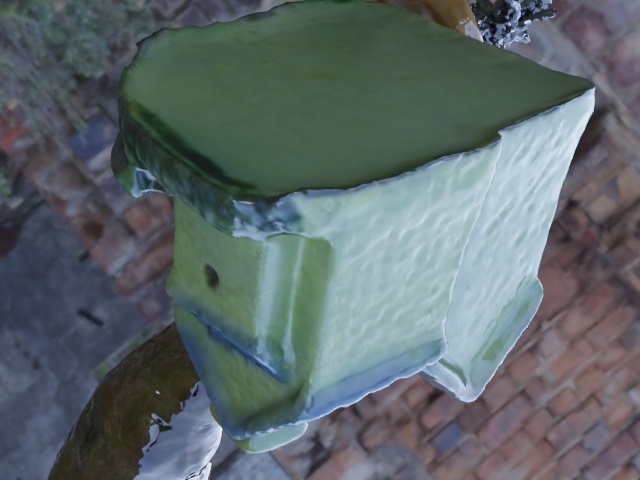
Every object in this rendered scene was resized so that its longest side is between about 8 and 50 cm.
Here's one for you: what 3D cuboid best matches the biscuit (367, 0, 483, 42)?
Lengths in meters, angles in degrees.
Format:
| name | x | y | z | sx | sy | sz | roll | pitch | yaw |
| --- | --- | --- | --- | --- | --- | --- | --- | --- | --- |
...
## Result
| name | x | y | z | sx | sy | sz | roll | pitch | yaw |
| --- | --- | --- | --- | --- | --- | --- | --- | --- | --- |
| biscuit | 0.037 | -0.190 | 0.758 | 0.047 | 0.339 | 0.216 | -23 | 152 | 0 |

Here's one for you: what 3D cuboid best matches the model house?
| name | x | y | z | sx | sy | sz | roll | pitch | yaw |
| --- | --- | --- | --- | --- | --- | --- | --- | --- | --- |
| model house | 0.000 | 0.000 | 0.564 | 0.214 | 0.195 | 0.189 | -25 | 129 | -37 |

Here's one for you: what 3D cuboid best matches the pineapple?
| name | x | y | z | sx | sy | sz | roll | pitch | yaw |
| --- | --- | --- | --- | --- | --- | --- | --- | --- | --- |
| pineapple | 0.169 | -0.262 | 1.455 | 0.361 | 0.175 | 0.175 | -28 | 172 | -47 |

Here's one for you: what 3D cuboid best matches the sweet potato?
| name | x | y | z | sx | sy | sz | roll | pitch | yaw |
| --- | --- | --- | --- | --- | --- | --- | --- | --- | --- |
| sweet potato | -0.126 | 0.160 | 0.807 | 0.130 | 0.130 | 0.422 | -41 | 166 | -50 |

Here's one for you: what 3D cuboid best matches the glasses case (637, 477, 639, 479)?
| name | x | y | z | sx | sy | sz | roll | pitch | yaw |
| --- | --- | --- | --- | --- | --- | --- | --- | --- | --- |
| glasses case | 0.349 | 0.313 | 1.170 | 0.065 | 0.086 | 0.248 | 6 | -142 | 40 |
